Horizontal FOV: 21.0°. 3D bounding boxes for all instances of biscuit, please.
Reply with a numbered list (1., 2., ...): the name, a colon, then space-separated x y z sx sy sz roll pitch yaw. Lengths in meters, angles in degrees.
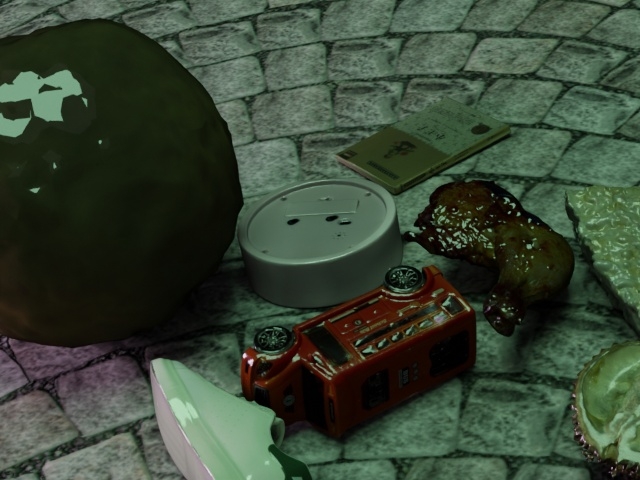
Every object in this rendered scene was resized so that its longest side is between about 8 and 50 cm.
1. biscuit: 0.386 0.025 1.935 0.179 0.084 0.281 -9 34 -3

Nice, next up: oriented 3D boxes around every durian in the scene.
1. durian: 0.331 0.172 1.712 0.188 0.091 0.148 -40 52 -19

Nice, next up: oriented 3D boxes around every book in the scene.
1. book: 0.138 -0.130 2.318 0.198 0.016 0.138 -28 35 -23

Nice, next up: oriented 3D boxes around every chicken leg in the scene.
1. chicken leg: 0.200 0.011 1.977 0.177 0.083 0.322 -5 29 -25

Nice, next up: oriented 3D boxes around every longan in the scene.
1. longan: -0.313 -0.078 2.045 0.404 0.404 0.436 -33 45 -30

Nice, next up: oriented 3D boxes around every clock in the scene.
1. clock: 0.000 0.000 2.113 0.197 0.068 0.197 -8 32 5

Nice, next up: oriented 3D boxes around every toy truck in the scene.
1. toy truck: 0.042 0.127 1.862 0.252 0.107 0.114 -25 44 -23

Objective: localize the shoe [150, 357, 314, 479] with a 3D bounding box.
1. shoe: -0.096 0.205 1.813 0.110 0.095 0.265 -16 37 -16
